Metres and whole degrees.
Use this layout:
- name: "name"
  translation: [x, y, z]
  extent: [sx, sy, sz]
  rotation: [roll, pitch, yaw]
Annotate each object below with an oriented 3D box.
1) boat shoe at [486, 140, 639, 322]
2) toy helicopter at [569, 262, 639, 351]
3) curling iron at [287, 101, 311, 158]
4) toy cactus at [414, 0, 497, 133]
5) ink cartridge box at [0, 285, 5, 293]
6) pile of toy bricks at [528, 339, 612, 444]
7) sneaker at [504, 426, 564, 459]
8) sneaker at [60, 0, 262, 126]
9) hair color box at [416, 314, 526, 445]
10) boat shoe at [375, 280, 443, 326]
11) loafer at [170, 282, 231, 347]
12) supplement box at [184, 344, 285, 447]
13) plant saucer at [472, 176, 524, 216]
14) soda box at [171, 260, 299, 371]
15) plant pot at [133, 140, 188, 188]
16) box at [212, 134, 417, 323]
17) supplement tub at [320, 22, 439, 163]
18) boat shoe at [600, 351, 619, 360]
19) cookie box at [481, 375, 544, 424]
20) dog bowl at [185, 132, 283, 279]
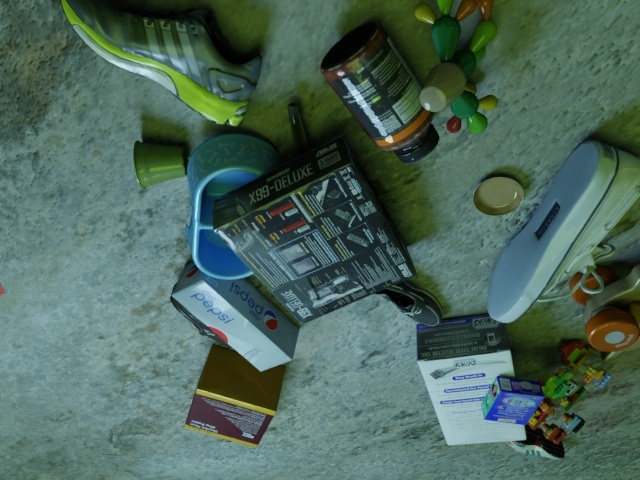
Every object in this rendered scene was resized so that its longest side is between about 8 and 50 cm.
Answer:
- name: "boat shoe"
  translation: [0.425, 0.012, 0.955]
  extent: [0.156, 0.136, 0.367]
  rotation: [16, 123, -8]
- name: "toy helicopter"
  translation: [0.641, 0.098, 0.984]
  extent: [0.235, 0.140, 0.355]
  rotation: [36, 124, -23]
- name: "curling iron"
  translation: [-0.008, -0.116, 0.966]
  extent: [0.068, 0.035, 0.274]
  rotation: [-10, 130, 13]
- name: "toy cactus"
  translation: [0.169, -0.228, 0.748]
  extent: [0.112, 0.180, 0.219]
  rotation: [10, 131, 29]
- name: "ink cartridge box"
  translation: [-0.869, 0.026, 1.222]
  extent: [0.261, 0.066, 0.296]
  rotation: [7, 133, 5]
- name: "pile of toy bricks"
  translation: [0.490, 0.308, 1.169]
  extent: [0.105, 0.118, 0.212]
  rotation: [31, 103, -18]
- name: "sneaker"
  translation: [0.537, 0.515, 1.438]
  extent: [0.161, 0.057, 0.075]
  rotation: [20, 149, -11]
- name: "sneaker"
  translation: [-0.216, -0.291, 0.811]
  extent: [0.300, 0.111, 0.121]
  rotation: [27, 121, -22]
- name: "hair color box"
  translation: [0.336, 0.315, 1.247]
  extent: [0.185, 0.110, 0.339]
  rotation: [-10, 131, 16]
- name: "boat shoe"
  translation: [0.169, 0.125, 1.132]
  extent: [0.206, 0.065, 0.075]
  rotation: [39, 127, -23]
- name: "loafer"
  translation: [-0.253, 0.175, 1.239]
  extent: [0.078, 0.080, 0.220]
  rotation: [-26, 123, 28]
- name: "supplement box"
  translation: [-0.211, 0.385, 1.389]
  extent: [0.191, 0.129, 0.194]
  rotation: [18, 132, -7]
- name: "plant saucer"
  translation: [0.300, -0.077, 0.960]
  extent: [0.083, 0.015, 0.083]
  rotation: [5, 132, 6]
- name: "soda box"
  translation: [-0.173, 0.155, 1.200]
  extent: [0.098, 0.091, 0.286]
  rotation: [-24, 124, 28]
- name: "plant pot"
  translation: [-0.270, -0.133, 0.974]
  extent: [0.079, 0.083, 0.083]
  rotation: [-5, 132, -3]
- name: "box"
  translation: [0.000, 0.000, 0.972]
  extent: [0.242, 0.076, 0.307]
  rotation: [-25, 134, 13]
- name: "supplement tub"
  translation: [0.094, -0.204, 0.821]
  extent: [0.106, 0.106, 0.198]
  rotation: [-25, 124, 28]
- name: "boat shoe"
  translation: [0.609, 0.198, 1.133]
  extent: [0.045, 0.050, 0.135]
  rotation: [16, 133, 3]
- name: "cookie box"
  translation: [0.389, 0.328, 1.154]
  extent: [0.092, 0.040, 0.107]
  rotation: [8, 131, -2]
- name: "dog bowl"
  translation: [-0.154, -0.044, 1.001]
  extent: [0.166, 0.074, 0.297]
  rotation: [2, 135, -14]
